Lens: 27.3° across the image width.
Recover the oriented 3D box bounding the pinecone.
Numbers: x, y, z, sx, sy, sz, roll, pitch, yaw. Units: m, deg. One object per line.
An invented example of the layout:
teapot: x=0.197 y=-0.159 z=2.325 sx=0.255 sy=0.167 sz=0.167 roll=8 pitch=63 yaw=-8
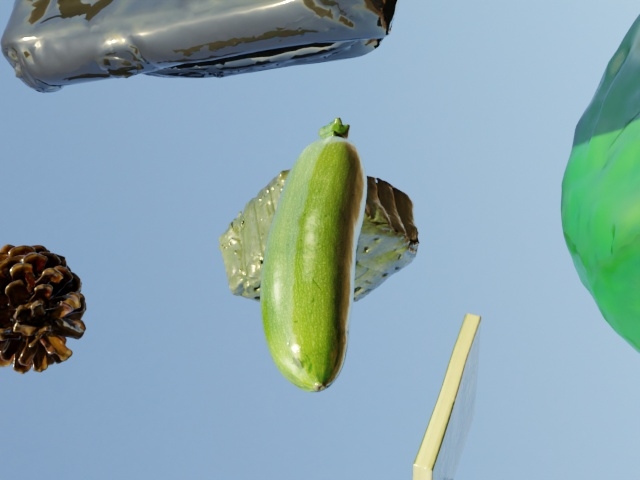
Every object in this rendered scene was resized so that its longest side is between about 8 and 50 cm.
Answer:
pinecone: x=-0.369 y=0.095 z=1.671 sx=0.163 sy=0.163 sz=0.165 roll=38 pitch=-178 yaw=-33

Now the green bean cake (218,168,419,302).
green bean cake: x=0.000 y=0.000 z=1.785 sx=0.223 sy=0.227 sz=0.125 roll=18 pitch=-134 yaw=-39

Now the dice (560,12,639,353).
dice: x=0.358 y=-0.054 z=0.874 sx=0.287 sy=0.300 sz=0.297 roll=34 pitch=-121 yaw=-14

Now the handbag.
handbag: x=-0.052 y=-0.208 z=0.763 sx=0.088 sy=0.244 sz=0.275 roll=51 pitch=-141 yaw=-54

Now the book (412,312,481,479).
book: x=0.163 y=0.254 z=1.699 sx=0.264 sy=0.027 sz=0.202 roll=-64 pitch=-20 yaw=-44

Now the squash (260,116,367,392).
squash: x=-0.007 y=0.006 z=1.483 sx=0.107 sy=0.107 sz=0.395 roll=41 pitch=-142 yaw=-30
